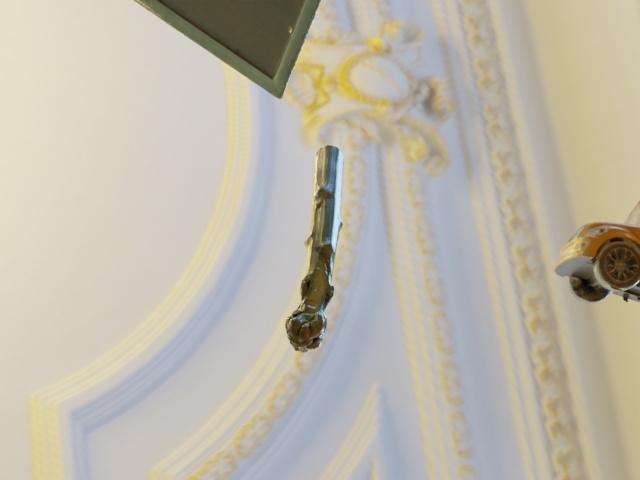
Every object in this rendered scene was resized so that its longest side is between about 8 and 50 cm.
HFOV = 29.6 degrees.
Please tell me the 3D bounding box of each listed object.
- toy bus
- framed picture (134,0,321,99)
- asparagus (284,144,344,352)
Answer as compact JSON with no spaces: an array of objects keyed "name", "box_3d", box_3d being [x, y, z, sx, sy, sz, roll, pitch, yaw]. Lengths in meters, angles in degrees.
[{"name":"toy bus","box_3d":[0.228,0.017,0.728,0.162,0.069,0.074,18,-102,0]},{"name":"framed picture","box_3d":[-0.071,-0.320,1.179,0.232,0.296,0.019,37,-148,19]},{"name":"asparagus","box_3d":[0.000,0.000,0.469,0.015,0.018,0.127,34,-150,-17]}]
